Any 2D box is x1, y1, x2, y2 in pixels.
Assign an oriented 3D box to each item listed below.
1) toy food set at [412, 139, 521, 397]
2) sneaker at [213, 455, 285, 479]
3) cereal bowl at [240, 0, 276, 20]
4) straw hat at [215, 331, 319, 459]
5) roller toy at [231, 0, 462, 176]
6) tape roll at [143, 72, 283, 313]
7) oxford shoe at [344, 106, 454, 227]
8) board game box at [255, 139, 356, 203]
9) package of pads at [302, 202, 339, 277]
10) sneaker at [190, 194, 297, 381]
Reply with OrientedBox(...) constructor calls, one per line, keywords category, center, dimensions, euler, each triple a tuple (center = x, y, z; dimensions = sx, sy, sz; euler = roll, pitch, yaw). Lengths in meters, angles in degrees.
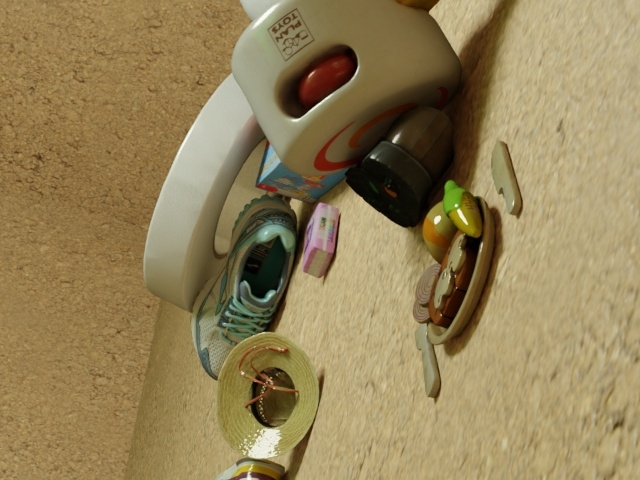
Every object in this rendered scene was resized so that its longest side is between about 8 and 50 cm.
OrientedBox(category="toy food set", center=(0.100, 0.020, 1.187), dimensions=(0.132, 0.039, 0.192), euler=(-93, 22, -64))
OrientedBox(category="sneaker", center=(-0.097, 0.313, 1.737), dimensions=(0.185, 0.070, 0.083), euler=(121, 168, -59))
OrientedBox(category="cereal bowl", center=(-0.026, -0.470, 2.203), dimensions=(0.339, 0.141, 0.339), euler=(-60, 0, -1))
OrientedBox(category="straw hat", center=(-0.047, 0.179, 1.685), dimensions=(0.061, 0.145, 0.144), euler=(29, -106, -57))
OrientedBox(category="roller toy", center=(0.021, -0.166, 1.401), dimensions=(0.146, 0.191, 0.209), euler=(61, 156, 13))
OrientedBox(category="tape roll", center=(-0.133, -0.081, 2.200), dimensions=(0.392, 0.072, 0.392), euler=(-60, -13, -24))
OrientedBox(category="oxford shoe", center=(0.083, -0.071, 1.387), dimensions=(0.096, 0.083, 0.227), euler=(-52, 4, -11))
OrientedBox(category="board game box", center=(0.017, -0.224, 1.956), dimensions=(0.308, 0.086, 0.301), euler=(148, 138, -76))
OrientedBox(category="package of pads", center=(0.000, 0.000, 1.828), dimensions=(0.083, 0.032, 0.050), euler=(-83, 15, -46))
OrientedBox(category="sneaker", center=(-0.109, 0.080, 2.105), dimensions=(0.122, 0.110, 0.283), euler=(-113, 39, -67))
